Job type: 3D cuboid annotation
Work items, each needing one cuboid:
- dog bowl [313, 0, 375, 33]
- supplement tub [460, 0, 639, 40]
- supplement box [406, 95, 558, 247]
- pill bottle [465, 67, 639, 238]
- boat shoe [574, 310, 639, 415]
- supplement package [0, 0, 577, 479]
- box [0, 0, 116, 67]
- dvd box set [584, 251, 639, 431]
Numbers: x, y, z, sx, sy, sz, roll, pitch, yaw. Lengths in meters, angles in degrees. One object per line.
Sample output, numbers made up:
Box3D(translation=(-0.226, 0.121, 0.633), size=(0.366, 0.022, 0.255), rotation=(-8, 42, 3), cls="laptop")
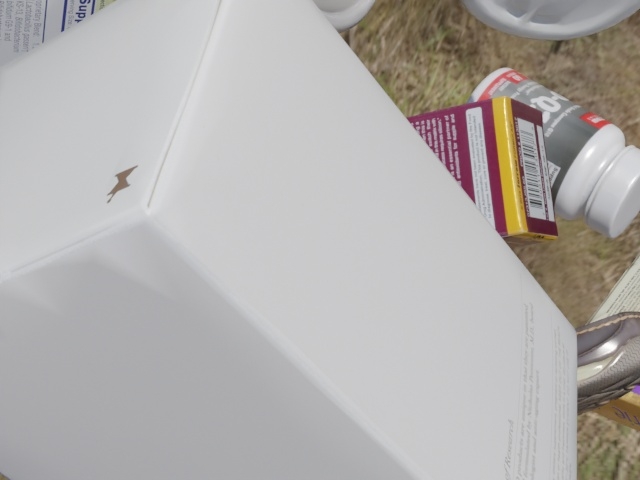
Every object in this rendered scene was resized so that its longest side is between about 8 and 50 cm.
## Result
Box3D(translation=(-0.036, -0.321, 0.933), size=(0.102, 0.349, 0.349), rotation=(2, 78, 25), cls="dog bowl")
Box3D(translation=(0.228, -0.388, 1.142), size=(0.207, 0.207, 0.338), rotation=(2, 61, -3), cls="supplement tub")
Box3D(translation=(0.078, -0.039, 0.891), size=(0.188, 0.081, 0.104), rotation=(-10, 82, 30), cls="supplement box")
Box3D(translation=(0.360, -0.133, 1.749), size=(0.283, 0.161, 0.161), rotation=(34, 79, 24), cls="pill bottle")
Box3D(translation=(0.113, 0.106, 0.991), size=(0.355, 0.132, 0.130), rotation=(-20, 72, 29), cls="boat shoe")
Box3D(translation=(-0.025, 0.044, 0.527), size=(0.177, 0.293, 0.175), rotation=(-20, 39, 31), cls="supplement package")
Box3D(translation=(-0.274, -0.214, 0.788), size=(0.243, 0.117, 0.213), rotation=(0, 55, -19), cls="box")
Box3D(translation=(0.446, 0.074, 0.962), size=(0.307, 0.420, 0.062), rotation=(-50, 127, -17), cls="dvd box set")
